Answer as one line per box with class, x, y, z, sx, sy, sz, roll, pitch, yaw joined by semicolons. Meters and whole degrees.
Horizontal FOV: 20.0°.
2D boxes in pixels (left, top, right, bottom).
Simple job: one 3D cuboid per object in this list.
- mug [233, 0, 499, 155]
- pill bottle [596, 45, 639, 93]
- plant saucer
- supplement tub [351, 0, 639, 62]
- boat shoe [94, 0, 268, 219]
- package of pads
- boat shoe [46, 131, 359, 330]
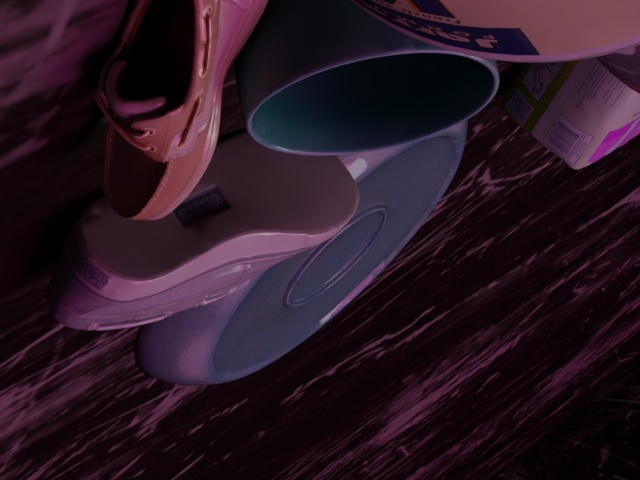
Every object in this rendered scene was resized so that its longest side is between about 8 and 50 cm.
mug;0.029;-0.115;0.912;0.157;0.097;0.129;-19;160;25
pill bottle;0.159;-0.185;0.911;0.161;0.161;0.283;-47;146;9
plant saucer;0.000;0.000;1.320;0.317;0.044;0.317;-41;164;-14
supplement tub;0.063;-0.190;0.606;0.235;0.235;0.325;-46;164;7
boat shoe;-0.081;-0.076;0.882;0.059;0.063;0.170;-23;145;-47
package of pads;0.302;-0.203;1.446;0.296;0.101;0.229;-33;162;-38
boat shoe;-0.072;-0.004;1.079;0.227;0.079;0.081;-20;162;-46
